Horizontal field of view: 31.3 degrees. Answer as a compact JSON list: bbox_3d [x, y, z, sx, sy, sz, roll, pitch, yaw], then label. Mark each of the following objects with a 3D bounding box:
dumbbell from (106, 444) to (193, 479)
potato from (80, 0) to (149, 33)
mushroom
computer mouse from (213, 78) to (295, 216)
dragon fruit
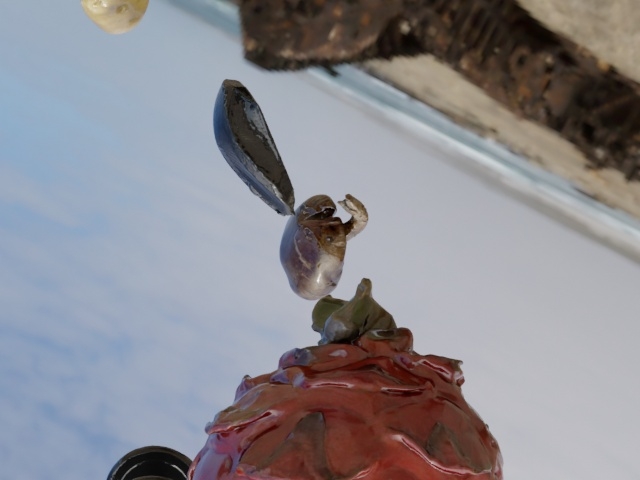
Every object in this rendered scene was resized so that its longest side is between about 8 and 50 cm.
[{"bbox_3d":[-0.157,0.255,1.077,0.099,0.099,0.208,26,-173,-10],"label":"dumbbell"},{"bbox_3d":[-0.203,-0.238,1.124,0.062,0.068,0.083,14,-172,0],"label":"potato"},{"bbox_3d":[-0.001,-0.001,1.466,0.080,0.170,0.135,11,-136,-32],"label":"mushroom"},{"bbox_3d":[-0.080,-0.098,1.279,0.172,0.057,0.099,65,166,-1],"label":"computer mouse"},{"bbox_3d":[0.010,0.137,0.584,0.172,0.210,0.172,16,149,10],"label":"dragon fruit"}]
